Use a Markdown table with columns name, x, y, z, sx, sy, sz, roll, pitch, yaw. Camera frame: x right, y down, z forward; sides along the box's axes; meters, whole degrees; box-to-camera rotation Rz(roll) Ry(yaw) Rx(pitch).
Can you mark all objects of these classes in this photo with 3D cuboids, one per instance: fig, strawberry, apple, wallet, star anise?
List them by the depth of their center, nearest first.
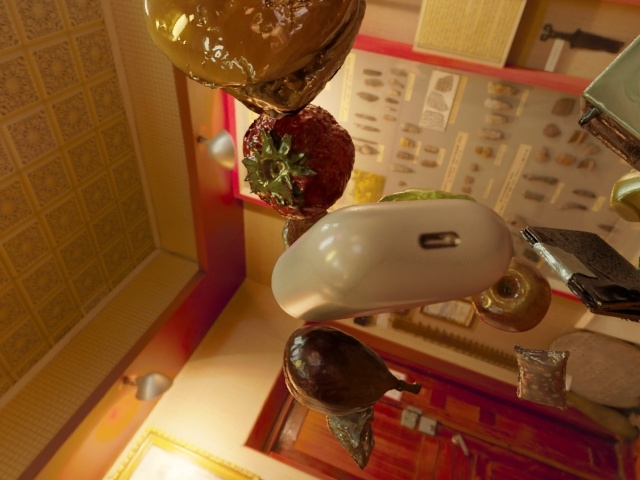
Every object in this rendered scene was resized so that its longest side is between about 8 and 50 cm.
| name | x | y | z | sx | sy | sz | roll | pitch | yaw |
| --- | --- | --- | --- | --- | --- | --- | --- | --- | --- |
| fig | 0.060 | 0.246 | 0.780 | 0.170 | 0.274 | 0.146 | 125 | 160 | -58 |
| wallet | 0.559 | 0.058 | 0.874 | 0.071 | 0.262 | 0.221 | -62 | 35 | 36 |
| strawberry | -0.031 | -0.180 | 0.956 | 0.276 | 0.257 | 0.258 | -24 | -46 | -44 |
| star anise | 0.052 | 0.372 | 1.039 | 0.331 | 0.117 | 0.332 | 165 | 90 | -77 |
| apple | 0.525 | 0.151 | 1.194 | 0.188 | 0.210 | 0.211 | 31 | -104 | -62 |

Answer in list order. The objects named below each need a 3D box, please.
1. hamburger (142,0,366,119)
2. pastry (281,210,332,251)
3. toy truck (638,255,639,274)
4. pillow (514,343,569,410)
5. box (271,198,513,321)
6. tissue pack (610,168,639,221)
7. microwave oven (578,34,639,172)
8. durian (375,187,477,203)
| name | x | y | z | sx | sy | sz | roll | pitch | yaw |
| --- | --- | --- | --- | --- | --- | --- | --- | --- | --- |
| hamburger | -0.093 | -0.346 | 0.629 | 0.284 | 0.304 | 0.174 | -64 | -12 | -3 |
| pastry | 0.000 | 0.000 | 1.271 | 0.100 | 0.228 | 0.219 | 116 | 137 | -71 |
| toy truck | 0.657 | 0.013 | 0.743 | 0.216 | 0.110 | 0.116 | -62 | 33 | 37 |
| pillow | 0.510 | 0.319 | 0.996 | 0.043 | 0.118 | 0.185 | -40 | -56 | -43 |
| box | 0.086 | 0.039 | 0.656 | 0.349 | 0.288 | 0.141 | 141 | 122 | -68 |
| tissue pack | 0.864 | -0.126 | 1.109 | 0.127 | 0.123 | 0.178 | -55 | 17 | -15 |
| microwave oven | 0.507 | -0.119 | 0.445 | 0.286 | 0.355 | 0.218 | -50 | -21 | 23 |
| durian | 0.235 | -0.018 | 1.010 | 0.205 | 0.339 | 0.256 | 66 | -173 | 23 |
